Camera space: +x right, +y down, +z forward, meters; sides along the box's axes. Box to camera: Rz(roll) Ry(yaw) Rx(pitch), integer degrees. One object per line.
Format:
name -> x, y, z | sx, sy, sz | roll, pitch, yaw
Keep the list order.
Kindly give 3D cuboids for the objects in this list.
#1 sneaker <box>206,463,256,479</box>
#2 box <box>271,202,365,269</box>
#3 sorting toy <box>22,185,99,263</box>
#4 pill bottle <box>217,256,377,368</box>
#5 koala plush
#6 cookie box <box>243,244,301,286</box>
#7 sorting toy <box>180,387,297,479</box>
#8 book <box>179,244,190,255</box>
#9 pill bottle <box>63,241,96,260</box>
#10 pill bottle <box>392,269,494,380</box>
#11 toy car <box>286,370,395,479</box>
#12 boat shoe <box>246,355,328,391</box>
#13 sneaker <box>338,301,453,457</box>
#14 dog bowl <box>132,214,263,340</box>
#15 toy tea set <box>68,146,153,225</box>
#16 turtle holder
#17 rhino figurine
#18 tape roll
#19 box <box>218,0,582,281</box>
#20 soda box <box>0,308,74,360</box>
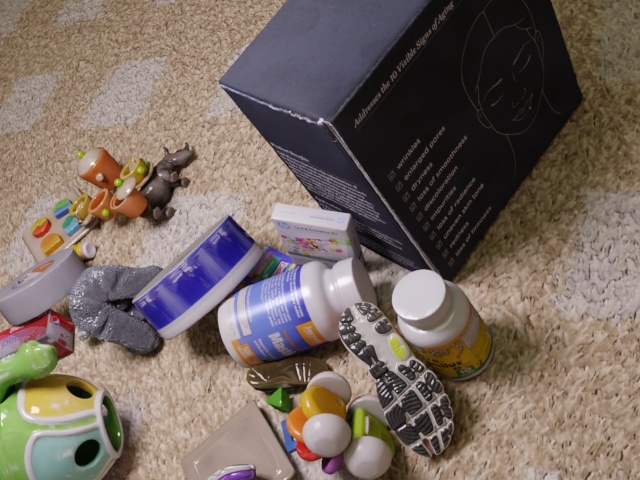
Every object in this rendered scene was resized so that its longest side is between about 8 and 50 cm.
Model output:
sneaker -> -0.167, 0.437, 1.248 | 0.170, 0.068, 0.071 | -43, 57, 11
box -> 0.000, 0.000, 1.403 | 0.145, 0.186, 0.038 | 10, 63, 16
sorting toy -> -0.702, -0.036, 1.988 | 0.208, 0.038, 0.193 | -46, 47, -4
pill bottle -> -0.040, 0.129, 1.382 | 0.272, 0.152, 0.152 | -21, 50, 18
koala plush -> -0.471, 0.137, 1.634 | 0.221, 0.203, 0.196 | -6, 72, 58
cookie box -> -0.098, 0.069, 1.536 | 0.107, 0.040, 0.092 | 24, 71, 40
sorting toy -> -0.145, 0.409, 1.323 | 0.348, 0.047, 0.196 | -40, 43, 1
book -> -0.303, 0.090, 1.656 | 0.096, 0.035, 0.144 | 30, 78, 40
pill bottle -> -0.612, 0.031, 1.881 | 0.083, 0.043, 0.043 | -13, 53, 24
pill bottle -> 0.194, 0.134, 1.193 | 0.117, 0.208, 0.117 | -16, 52, 21
toy car -> 0.028, 0.316, 1.204 | 0.136, 0.182, 0.159 | -54, 12, 23
boat shoe -> -0.059, 0.250, 1.378 | 0.152, 0.049, 0.056 | -4, 58, 7
sneaker -> 0.136, 0.221, 1.235 | 0.107, 0.118, 0.279 | -32, 72, 9
dog bowl -> -0.245, 0.072, 1.490 | 0.265, 0.104, 0.265 | -40, 10, 8
toy tea set -> -0.529, -0.145, 1.822 | 0.336, 0.124, 0.200 | 0, 58, 47
turtle holder -> -0.519, 0.347, 1.437 | 0.227, 0.243, 0.320 | -13, 88, -1
rhino figurine -> -0.388, -0.152, 1.854 | 0.106, 0.073, 0.243 | 6, 61, 31
tape roll -> -0.665, 0.108, 1.774 | 0.219, 0.072, 0.219 | -27, 19, 10
box -> 0.169, -0.265, 1.314 | 0.297, 0.472, 0.480 | 29, 76, 41
soda box -> -0.710, 0.260, 1.744 | 0.263, 0.092, 0.083 | -25, 46, 13
